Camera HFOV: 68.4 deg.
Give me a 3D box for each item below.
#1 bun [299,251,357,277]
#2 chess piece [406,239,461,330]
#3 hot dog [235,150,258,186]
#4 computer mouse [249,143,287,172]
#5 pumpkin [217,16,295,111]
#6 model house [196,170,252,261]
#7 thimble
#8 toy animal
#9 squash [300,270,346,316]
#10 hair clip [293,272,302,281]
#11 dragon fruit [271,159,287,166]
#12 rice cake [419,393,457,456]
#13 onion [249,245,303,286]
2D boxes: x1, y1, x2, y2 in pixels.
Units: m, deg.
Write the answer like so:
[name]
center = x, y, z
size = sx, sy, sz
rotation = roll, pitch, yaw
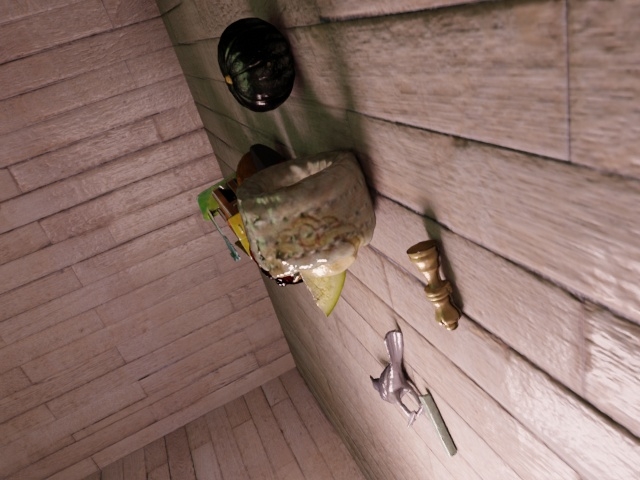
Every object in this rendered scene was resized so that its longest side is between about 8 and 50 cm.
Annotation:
[bun]
center = 0.000, 0.000, 1.238
size = 0.193, 0.178, 0.128
rotation = -109, 3, -57
[chess piece]
center = 0.214, 0.086, 0.860
size = 0.172, 0.060, 0.060
rotation = 66, 166, -11
[hot dog]
center = -0.206, -0.203, 1.702
size = 0.196, 0.122, 0.272
rotation = 16, -147, -56
[computer mouse]
center = -0.137, -0.220, 1.528
size = 0.270, 0.086, 0.138
rotation = 51, 164, 35
[pumpkin]
center = -0.155, -0.420, 1.138
size = 0.221, 0.161, 0.221
rotation = 57, 167, 20
[model house]
center = -0.283, -0.073, 1.956
size = 0.324, 0.300, 0.340
rotation = 50, 161, 21
[thimble]
center = -0.039, -0.066, 1.024
size = 0.291, 0.291, 0.196
rotation = 32, 143, 65
[toy animal]
center = 0.215, 0.408, 1.313
size = 0.206, 0.081, 0.367
rotation = 55, 158, 28
[squash]
center = -0.010, 0.069, 1.435
size = 0.154, 0.204, 0.237
rotation = 24, 151, 40
[hair clip]
center = -0.093, -0.031, 1.455
size = 0.110, 0.095, 0.359
rotation = -40, -66, -61
[dragon fruit]
center = -0.057, -0.173, 1.334
size = 0.110, 0.153, 0.153
rotation = -28, 86, 35
[rice cake]
center = 0.302, 0.472, 1.210
size = 0.171, 0.029, 0.033
rotation = 64, 169, 3
[onion]
center = -0.118, 0.042, 1.651
size = 0.280, 0.221, 0.281
rotation = 37, 180, 0
